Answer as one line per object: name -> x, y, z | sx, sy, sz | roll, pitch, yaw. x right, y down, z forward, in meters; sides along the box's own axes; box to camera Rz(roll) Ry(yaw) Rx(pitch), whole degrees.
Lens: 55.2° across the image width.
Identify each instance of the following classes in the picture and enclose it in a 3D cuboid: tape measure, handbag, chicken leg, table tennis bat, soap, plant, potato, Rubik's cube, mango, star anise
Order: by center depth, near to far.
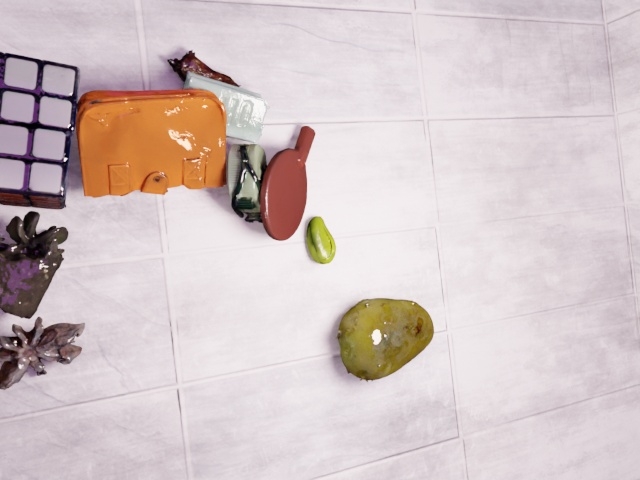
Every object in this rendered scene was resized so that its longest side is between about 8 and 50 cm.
Rubik's cube -> -0.808, -0.267, 1.542 | 0.344, 0.344, 0.336 | 5, 85, -25
plant -> -0.795, 0.060, 1.611 | 0.189, 0.199, 0.276 | 25, 77, -17
star anise -> -0.755, 0.297, 1.639 | 0.258, 0.110, 0.198 | -16, 134, -23
handbag -> -0.475, -0.276, 1.748 | 0.410, 0.116, 0.303 | -7, 119, -22
tape measure -> -0.215, -0.176, 1.875 | 0.115, 0.207, 0.235 | 0, 88, 4
soap -> -0.299, -0.403, 1.882 | 0.262, 0.094, 0.150 | 12, 116, -22
chicken leg -> -0.365, -0.512, 1.906 | 0.234, 0.063, 0.105 | 31, 80, -22
table tennis bat -> -0.094, -0.191, 1.950 | 0.268, 0.051, 0.414 | 57, 44, -53
mango -> 0.000, 0.000, 2.041 | 0.091, 0.074, 0.165 | -8, 79, -20
potato -> 0.219, 0.306, 2.050 | 0.359, 0.219, 0.269 | -23, 106, -31
